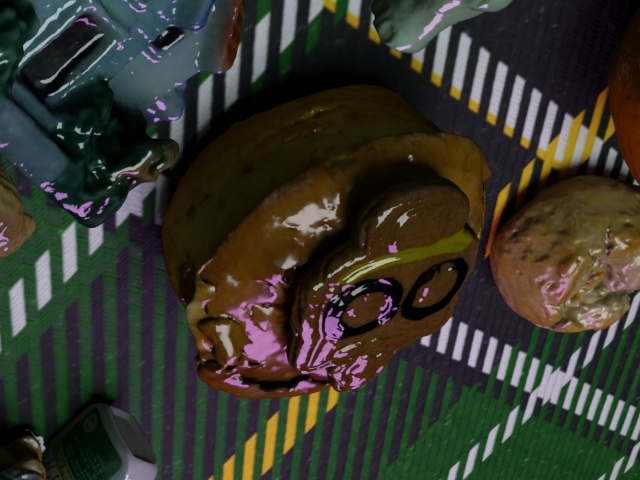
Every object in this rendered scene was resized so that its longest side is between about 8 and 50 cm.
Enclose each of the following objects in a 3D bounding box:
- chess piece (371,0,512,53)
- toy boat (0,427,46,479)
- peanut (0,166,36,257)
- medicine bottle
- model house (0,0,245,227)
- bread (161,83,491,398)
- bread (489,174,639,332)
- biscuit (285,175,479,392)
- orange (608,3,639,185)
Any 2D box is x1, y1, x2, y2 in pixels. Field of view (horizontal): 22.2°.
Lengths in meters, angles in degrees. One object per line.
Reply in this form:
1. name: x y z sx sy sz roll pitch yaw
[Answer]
1. chess piece: 0.065 -0.275 1.346 0.175 0.298 0.176 -23 142 -20
2. toy boat: -0.488 0.349 1.752 0.445 0.136 0.162 -33 107 -5
3. peanut: -0.327 -0.039 1.480 0.093 0.083 0.194 -46 144 -9
4. medicine bottle: -0.277 0.278 1.856 0.183 0.119 0.069 -43 144 14
5. model house: -0.150 -0.212 1.307 0.329 0.252 0.295 -41 144 -2
6. bread: -0.003 0.001 1.694 0.358 0.204 0.337 -27 141 -17
7. bread: 0.334 0.021 2.046 0.244 0.134 0.244 -20 143 -16
8. biscuit: 0.062 0.054 1.602 0.208 0.041 0.290 -14 141 -29
9. orange: 0.481 -0.174 1.806 0.340 0.293 0.341 -10 133 -11
